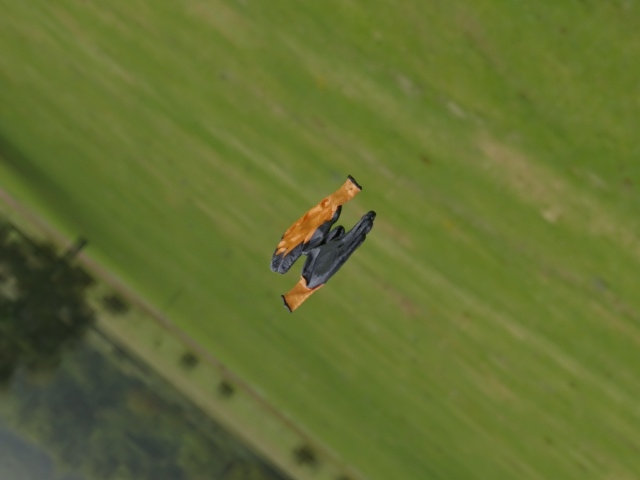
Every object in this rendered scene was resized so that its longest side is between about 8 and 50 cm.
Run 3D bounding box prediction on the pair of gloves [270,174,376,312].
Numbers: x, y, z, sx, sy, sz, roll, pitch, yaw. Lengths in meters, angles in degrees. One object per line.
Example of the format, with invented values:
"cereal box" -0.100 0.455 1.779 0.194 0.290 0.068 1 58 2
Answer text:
"pair of gloves" 0.000 0.000 1.083 0.010 0.074 0.083 41 -170 -24
